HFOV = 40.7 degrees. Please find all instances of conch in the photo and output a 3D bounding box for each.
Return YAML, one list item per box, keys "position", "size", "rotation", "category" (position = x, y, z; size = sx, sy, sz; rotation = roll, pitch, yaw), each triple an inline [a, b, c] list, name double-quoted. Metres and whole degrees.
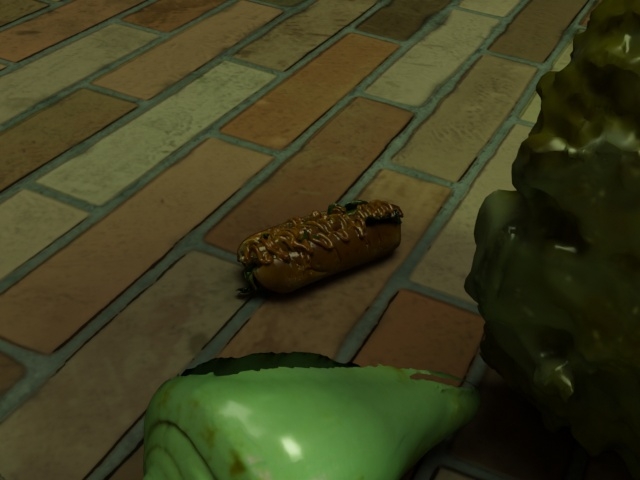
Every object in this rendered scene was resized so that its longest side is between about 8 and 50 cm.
- position: [-0.016, 0.124, 0.578]
  size: [0.250, 0.143, 0.137]
  rotation: [-25, 86, -54]
  category: "conch"

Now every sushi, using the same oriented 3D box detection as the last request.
- position: [0.284, -0.015, 0.586]
  size: [0.351, 0.397, 0.240]
  rotation: [-31, 53, -30]
  category: "sushi"

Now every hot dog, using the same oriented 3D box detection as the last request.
- position: [0.000, 0.000, 0.808]
  size: [0.188, 0.055, 0.072]
  rotation: [-19, 44, -33]
  category: "hot dog"

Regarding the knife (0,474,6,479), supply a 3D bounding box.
- position: [-0.174, 0.212, 0.495]
  size: [0.089, 0.043, 0.365]
  rotation: [-23, 43, -35]
  category: "knife"
